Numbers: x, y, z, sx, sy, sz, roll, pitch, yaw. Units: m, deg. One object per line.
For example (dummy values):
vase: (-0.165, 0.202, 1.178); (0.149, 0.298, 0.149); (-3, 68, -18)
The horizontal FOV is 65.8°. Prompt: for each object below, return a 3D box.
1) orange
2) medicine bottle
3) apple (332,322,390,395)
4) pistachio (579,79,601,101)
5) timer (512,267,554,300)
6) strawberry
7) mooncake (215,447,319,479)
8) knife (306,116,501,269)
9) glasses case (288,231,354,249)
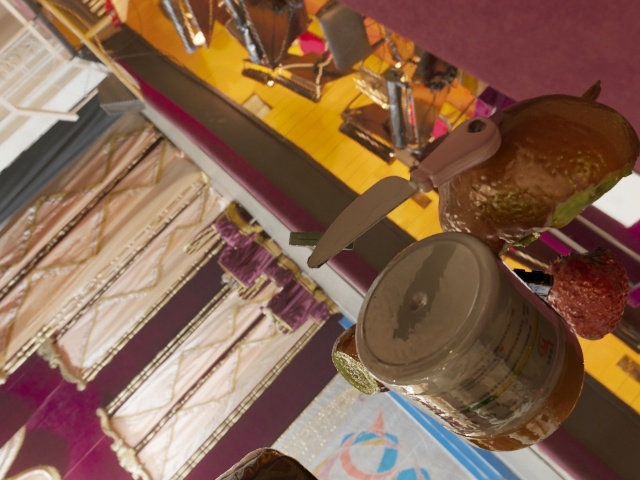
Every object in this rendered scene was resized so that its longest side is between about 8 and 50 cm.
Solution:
orange: (0.331, -0.120, 0.831); (0.196, 0.262, 0.334); (51, 152, 2)
medicine bottle: (0.206, 0.143, 0.706); (0.231, 0.238, 0.238); (37, 176, -26)
apple: (0.112, 0.227, 0.967); (0.146, 0.163, 0.147); (85, 160, -63)
pistachio: (0.685, -0.352, 1.309); (0.049, 0.172, 0.089); (51, 174, 6)
timer: (0.436, 0.104, 1.104); (0.143, 0.055, 0.187); (6, 167, 22)
strawberry: (0.814, 0.170, 1.524); (0.257, 0.257, 0.277); (81, 180, -79)
mooncake: (-0.064, 0.486, 0.805); (0.284, 0.155, 0.285); (28, 132, 36)
knife: (0.109, -0.074, 0.718); (0.043, 0.335, 0.081); (55, -178, -44)
glasses case: (0.000, 0.000, 1.306); (0.077, 0.040, 0.184); (6, 177, -42)
